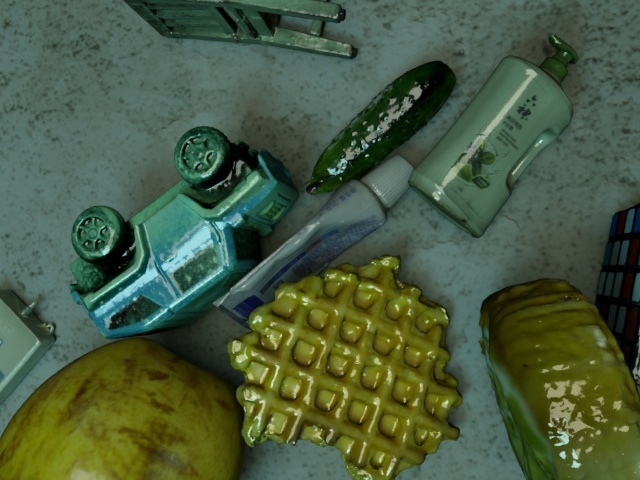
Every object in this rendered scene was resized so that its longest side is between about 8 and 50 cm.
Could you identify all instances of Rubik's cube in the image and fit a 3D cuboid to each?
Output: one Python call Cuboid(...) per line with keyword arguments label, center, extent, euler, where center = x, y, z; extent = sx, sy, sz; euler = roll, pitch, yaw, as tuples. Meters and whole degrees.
Cuboid(label="Rubik's cube", center=(0.397, 0.065, 0.679), extent=(0.182, 0.187, 0.184), euler=(10, 86, 11))

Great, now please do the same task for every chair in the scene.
Cuboid(label="chair", center=(-0.080, -0.323, 0.804), extent=(0.270, 0.136, 0.147), euler=(11, 88, 11))

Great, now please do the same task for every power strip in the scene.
Cuboid(label="power strip", center=(-0.499, 0.216, 0.896), extent=(0.106, 0.043, 0.367), euler=(42, 94, 8))

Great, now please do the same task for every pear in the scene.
Cuboid(label="pear", center=(-0.216, 0.246, 0.734), extent=(0.280, 0.280, 0.281), euler=(0, 87, 10))

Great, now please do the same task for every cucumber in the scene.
Cuboid(label="cucumber", center=(0.069, -0.133, 0.807), extent=(0.227, 0.069, 0.069), euler=(-41, 82, 11))

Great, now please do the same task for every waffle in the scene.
Cuboid(label="waffle", center=(0.038, 0.157, 0.757), extent=(0.290, 0.051, 0.291), euler=(3, 81, -16))

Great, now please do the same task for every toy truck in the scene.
Cuboid(label="toy truck", center=(-0.157, -0.005, 0.789), extent=(0.278, 0.155, 0.156), euler=(-35, 79, 7))

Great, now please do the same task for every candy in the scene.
Cuboid(label="candy", center=(0.238, 0.166, 0.667), extent=(0.117, 0.260, 0.260), euler=(-15, 85, 5))

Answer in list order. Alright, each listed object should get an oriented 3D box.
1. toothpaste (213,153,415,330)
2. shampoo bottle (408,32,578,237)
Cuboid(label="toothpaste", center=(0.001, 0.001, 0.794), extent=(0.282, 0.068, 0.099), euler=(-40, 124, -2))
Cuboid(label="shampoo bottle", center=(0.212, -0.126, 0.760), extent=(0.118, 0.087, 0.234), euler=(36, 94, -30))
